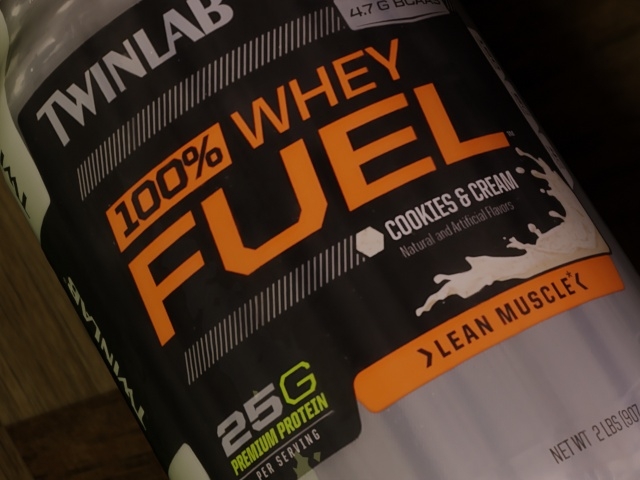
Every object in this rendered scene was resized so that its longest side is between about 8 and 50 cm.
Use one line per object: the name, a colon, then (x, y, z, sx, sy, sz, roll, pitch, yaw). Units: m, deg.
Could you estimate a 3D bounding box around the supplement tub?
supplement tub: (0.000, 0.000, 0.690, 0.316, 0.193, 0.193, 58, 143, 15)
